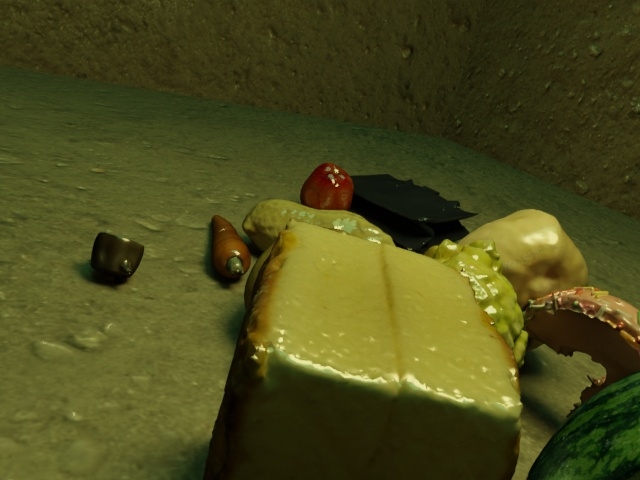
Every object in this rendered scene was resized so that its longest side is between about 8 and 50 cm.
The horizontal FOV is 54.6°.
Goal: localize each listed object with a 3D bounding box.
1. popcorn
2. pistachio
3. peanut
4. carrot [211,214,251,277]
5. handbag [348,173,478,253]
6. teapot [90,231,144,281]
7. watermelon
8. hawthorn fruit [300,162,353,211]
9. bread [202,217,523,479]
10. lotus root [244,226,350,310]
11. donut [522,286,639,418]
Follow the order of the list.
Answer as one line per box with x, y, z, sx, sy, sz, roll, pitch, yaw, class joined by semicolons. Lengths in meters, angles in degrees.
0.182;0.122;0.864;0.212;0.259;0.259;58;24;-2;popcorn
0.309;0.071;1.046;0.230;0.229;0.309;12;-21;-9;pistachio
0.000;0.000;1.204;0.319;0.147;0.147;17;19;20;peanut
-0.179;0.004;1.177;0.069;0.069;0.336;9;14;-17;carrot
0.220;-0.078;1.611;0.269;0.118;0.326;-11;32;-39;handbag
-0.327;0.031;0.974;0.121;0.068;0.076;4;-16;40;teapot
0.404;0.259;0.702;0.293;0.283;0.250;37;30;-15;watermelon
0.019;-0.118;1.525;0.133;0.137;0.132;7;34;-5;hawthorn fruit
0.015;0.160;0.535;0.207;0.278;0.279;14;19;-3;bread
-0.023;0.081;0.918;0.183;0.182;0.310;21;26;16;lotus root
0.394;0.164;0.850;0.085;0.232;0.199;-30;5;-29;donut
